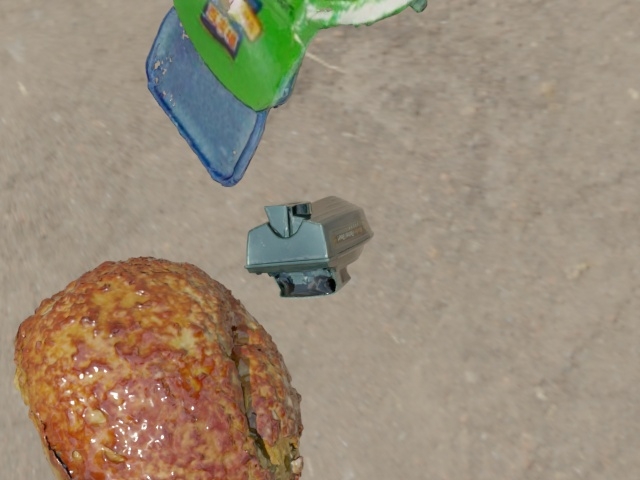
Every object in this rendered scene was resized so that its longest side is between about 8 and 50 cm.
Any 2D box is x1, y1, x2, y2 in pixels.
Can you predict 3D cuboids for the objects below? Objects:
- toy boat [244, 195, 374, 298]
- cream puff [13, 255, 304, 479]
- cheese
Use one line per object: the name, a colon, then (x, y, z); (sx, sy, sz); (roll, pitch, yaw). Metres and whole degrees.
toy boat: (0.000, 0.000, 0.893); (0.055, 0.141, 0.060); (-5, 96, 17)
cream puff: (-0.103, 0.119, 1.027); (0.164, 0.240, 0.240); (-24, 104, 7)
cheese: (-0.010, -0.164, 0.660); (0.083, 0.204, 0.320); (-11, 143, -42)
